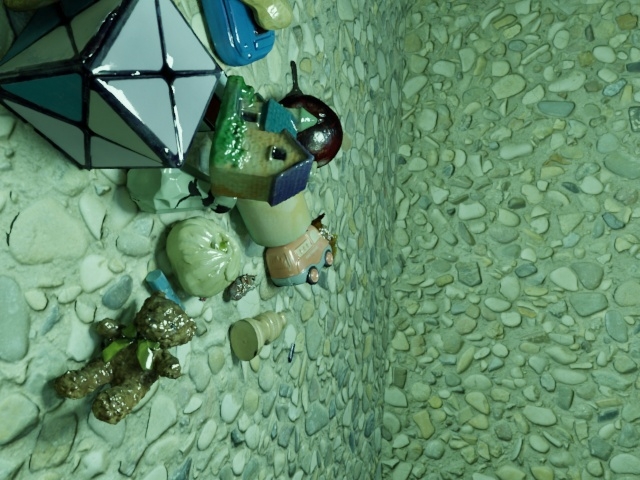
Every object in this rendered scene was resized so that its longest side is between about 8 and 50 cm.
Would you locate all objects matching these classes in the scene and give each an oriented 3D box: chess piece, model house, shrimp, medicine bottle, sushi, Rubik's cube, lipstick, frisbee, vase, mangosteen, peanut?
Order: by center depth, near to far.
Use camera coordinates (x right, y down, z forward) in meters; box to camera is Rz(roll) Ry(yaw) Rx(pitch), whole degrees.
[{"bbox_3d":[-0.450,-0.352,1.083,0.310,0.306,0.306,56,45,-55],"label":"Rubik's cube"},{"bbox_3d":[-0.375,-0.416,1.381,0.183,0.168,0.180,50,48,-53],"label":"Rubik's cube"},{"bbox_3d":[-0.140,-0.267,1.395,0.245,0.281,0.311,112,-14,-66],"label":"model house"},{"bbox_3d":[-0.436,0.154,1.423,0.048,0.048,0.157,-64,146,-42],"label":"lipstick"},{"bbox_3d":[-0.379,-0.146,1.425,0.360,0.165,0.164,6,86,-69],"label":"vase"},{"bbox_3d":[-0.183,-0.749,1.582,0.275,0.111,0.124,22,86,-59],"label":"peanut"},{"bbox_3d":[-0.193,-0.200,1.699,0.235,0.236,0.405,-62,145,-43],"label":"medicine bottle"},{"bbox_3d":[-0.267,0.156,1.764,0.073,0.075,0.190,53,22,-4],"label":"shrimp"},{"bbox_3d":[-0.207,0.324,1.862,0.138,0.124,0.307,58,22,5],"label":"chess piece"},{"bbox_3d":[-0.070,-0.402,1.915,0.297,0.293,0.296,22,49,-28],"label":"mangosteen"},{"bbox_3d":[-0.099,-0.631,2.136,0.187,0.012,0.210,39,56,-60],"label":"frisbee"},{"bbox_3d":[0.000,0.002,2.229,0.179,0.167,0.296,-46,129,-24],"label":"sushi"}]

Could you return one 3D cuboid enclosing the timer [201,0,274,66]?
[{"bbox_3d":[-0.266,-0.763,1.658,0.309,0.115,0.339,-55,138,-54],"label":"timer"}]

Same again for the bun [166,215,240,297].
[{"bbox_3d":[-0.331,0.046,1.479,0.259,0.160,0.258,29,55,-53],"label":"bun"}]

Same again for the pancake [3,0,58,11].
[{"bbox_3d":[-0.510,-0.550,1.023,0.288,0.286,0.033,-32,138,-11],"label":"pancake"}]

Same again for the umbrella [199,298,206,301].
[{"bbox_3d":[-0.383,0.123,1.564,0.027,0.025,0.165,-80,162,-59],"label":"umbrella"}]

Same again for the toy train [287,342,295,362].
[{"bbox_3d":[-0.124,0.480,2.140,0.017,0.017,0.083,46,50,-53],"label":"toy train"}]

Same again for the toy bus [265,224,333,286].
[{"bbox_3d":[-0.098,0.048,1.991,0.287,0.194,0.231,-48,120,-48],"label":"toy bus"}]

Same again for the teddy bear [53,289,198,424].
[{"bbox_3d":[-0.446,0.269,1.211,0.222,0.247,0.296,-65,168,13],"label":"teddy bear"}]
